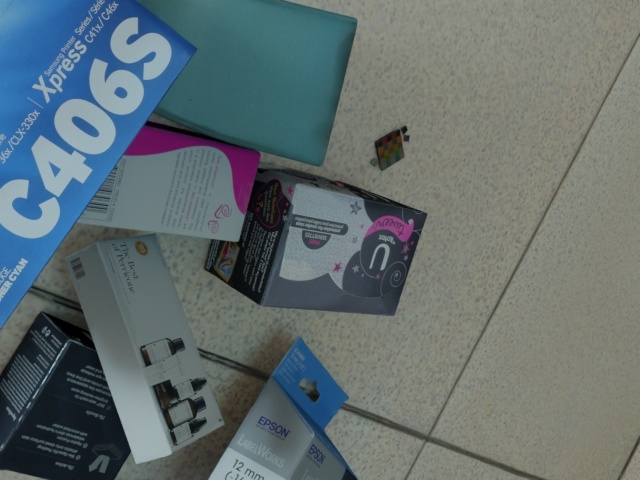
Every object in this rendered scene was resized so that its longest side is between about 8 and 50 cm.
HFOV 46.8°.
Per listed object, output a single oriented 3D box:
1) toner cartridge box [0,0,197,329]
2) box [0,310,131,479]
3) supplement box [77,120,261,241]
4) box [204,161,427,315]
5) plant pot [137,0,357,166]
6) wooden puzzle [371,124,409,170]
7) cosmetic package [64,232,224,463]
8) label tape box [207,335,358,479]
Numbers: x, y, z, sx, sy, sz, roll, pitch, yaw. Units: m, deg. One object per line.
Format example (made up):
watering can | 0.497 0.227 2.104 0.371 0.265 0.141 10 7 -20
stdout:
toner cartridge box | -0.273 -0.074 0.634 0.165 0.075 0.347 35 82 -21
box | -0.287 0.190 0.857 0.156 0.093 0.158 37 81 -44
supplement box | -0.192 -0.074 0.819 0.220 0.114 0.111 9 101 -42
box | 0.000 0.000 0.997 0.247 0.142 0.163 10 101 -43
plant pot | -0.115 -0.193 0.807 0.234 0.166 0.165 6 103 -34
wooden puzzle | 0.106 -0.138 1.127 0.083 0.006 0.049 -32 126 -28
cosmetic package | -0.194 0.115 0.829 0.099 0.060 0.239 -13 81 -63
label tape box | -0.042 0.350 1.067 0.347 0.115 0.249 -57 148 -19
